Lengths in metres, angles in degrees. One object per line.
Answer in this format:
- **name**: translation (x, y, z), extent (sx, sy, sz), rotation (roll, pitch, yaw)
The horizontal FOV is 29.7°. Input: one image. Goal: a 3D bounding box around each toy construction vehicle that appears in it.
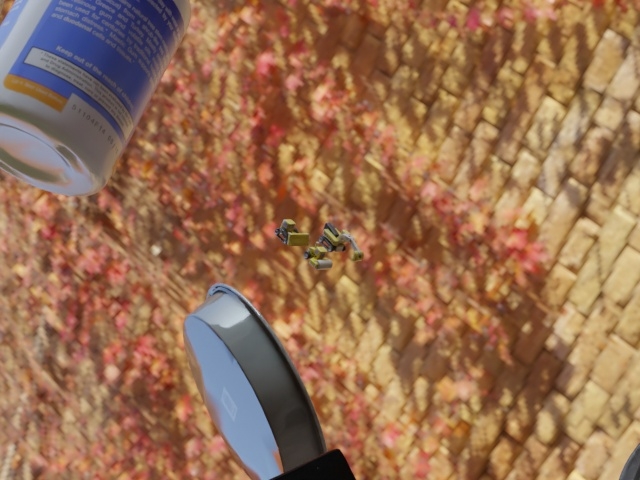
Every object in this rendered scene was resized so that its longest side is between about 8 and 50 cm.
- **toy construction vehicle**: translation (0.000, 0.000, 1.588), extent (0.086, 0.098, 0.035), rotation (-1, -59, -35)

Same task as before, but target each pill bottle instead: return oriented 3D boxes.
- **pill bottle**: translation (-0.213, -0.190, 1.128), extent (0.272, 0.152, 0.152), rotation (-66, -25, -24)

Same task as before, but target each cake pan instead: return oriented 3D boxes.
- **cake pan**: translation (-0.089, 0.195, 1.507), extent (0.054, 0.293, 0.293), rotation (-25, -38, -21)

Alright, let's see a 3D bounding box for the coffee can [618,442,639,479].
- **coffee can**: translation (0.429, 0.318, 1.199), extent (0.201, 0.201, 0.275), rotation (-45, -48, -10)

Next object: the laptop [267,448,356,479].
- **laptop**: translation (0.006, 0.249, 0.605), extent (0.234, 0.264, 0.136), rotation (-19, -14, -35)

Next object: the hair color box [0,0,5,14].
- **hair color box**: translation (-0.225, -0.085, 0.653), extent (0.093, 0.053, 0.167), rotation (87, -168, -74)
